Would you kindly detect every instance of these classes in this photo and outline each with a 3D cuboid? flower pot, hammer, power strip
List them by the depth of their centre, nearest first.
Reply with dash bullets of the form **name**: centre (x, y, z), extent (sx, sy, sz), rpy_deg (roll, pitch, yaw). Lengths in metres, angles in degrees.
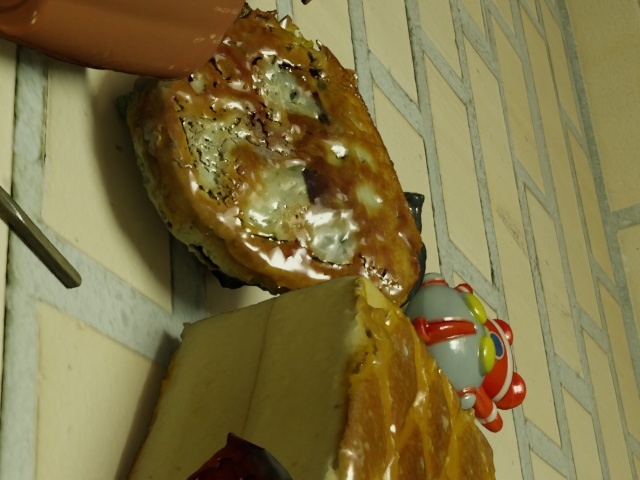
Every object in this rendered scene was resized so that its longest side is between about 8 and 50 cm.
- **hammer**: centre (-0.244, -0.063, 0.877), extent (0.292, 0.029, 0.058), rpy_deg (56, 29, -39)
- **flower pot**: centre (-0.176, -0.216, 0.974), extent (0.173, 0.190, 0.191), rpy_deg (-6, 78, -55)
- **power strip**: centre (-0.153, -0.116, 1.137), extent (0.083, 0.017, 0.027), rpy_deg (-12, 83, -68)

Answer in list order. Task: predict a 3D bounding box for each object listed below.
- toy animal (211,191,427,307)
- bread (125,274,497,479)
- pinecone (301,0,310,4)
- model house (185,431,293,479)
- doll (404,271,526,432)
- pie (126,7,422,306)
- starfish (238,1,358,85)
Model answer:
- **toy animal**: centre (-0.004, -0.017, 1.305), extent (0.343, 0.106, 0.168), rpy_deg (13, 69, -58)
- **bread**: centre (0.008, 0.212, 1.010), extent (0.279, 0.207, 0.279), rpy_deg (57, 27, -29)
- **pinecone**: centre (-0.053, -0.435, 1.267), extent (0.384, 0.384, 0.384), rpy_deg (49, 31, -44)
- **model house**: centre (-0.082, 0.267, 0.702), extent (0.254, 0.160, 0.196), rpy_deg (-37, 142, -24)
- **doll**: centre (0.178, 0.131, 1.614), extent (0.336, 0.105, 0.200), rpy_deg (28, 48, -61)
- **pie**: centre (-0.039, -0.067, 1.129), extent (0.308, 0.085, 0.308), rpy_deg (18, 56, -29)
- **starfish**: centre (-0.062, -0.182, 1.280), extent (0.227, 0.043, 0.240), rpy_deg (-5, 50, -50)
